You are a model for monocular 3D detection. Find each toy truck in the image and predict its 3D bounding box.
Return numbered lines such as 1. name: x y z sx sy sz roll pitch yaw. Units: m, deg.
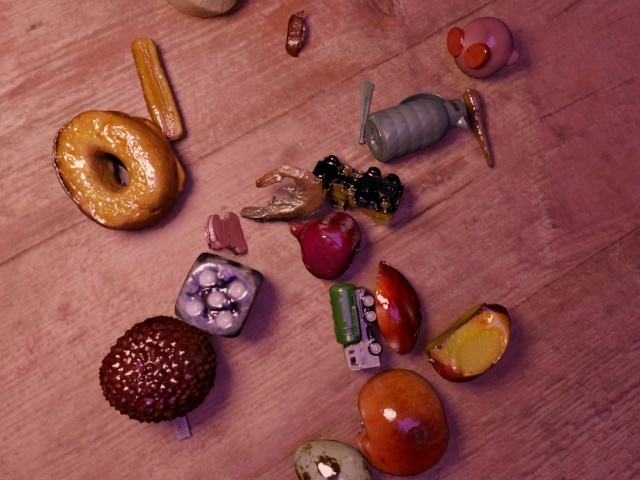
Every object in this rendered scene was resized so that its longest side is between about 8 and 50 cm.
1. toy truck: 0.095 -0.139 1.199 0.257 0.127 0.127 21 49 4
2. toy truck: 0.099 0.238 1.209 0.125 0.101 0.242 -9 87 -4

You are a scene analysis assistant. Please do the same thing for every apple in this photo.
1. apple: 0.231 0.522 1.186 0.251 0.163 0.293 -9 88 -10

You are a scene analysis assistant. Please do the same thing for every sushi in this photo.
1. sushi: -0.070 -0.600 1.236 0.055 0.052 0.120 6 87 -8

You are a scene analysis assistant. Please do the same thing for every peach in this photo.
1. peach: 0.430 0.295 1.226 0.267 0.154 0.159 -37 84 -17
2. peach: 0.233 0.183 1.202 0.189 0.068 0.279 -31 105 -46

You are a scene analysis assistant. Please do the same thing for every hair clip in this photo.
1. hair clip: -0.258 -0.020 1.149 0.102 0.138 0.123 -15 83 -13

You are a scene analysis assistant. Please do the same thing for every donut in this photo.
1. donut: -0.516 -0.177 1.098 0.317 0.150 0.299 19 99 -1

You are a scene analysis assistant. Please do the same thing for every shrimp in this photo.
1. shrimp: -0.108 -0.121 1.158 0.253 0.058 0.173 -5 129 10

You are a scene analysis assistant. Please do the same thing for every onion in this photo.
1. onion: 0.000 0.000 1.185 0.218 0.140 0.195 27 104 5

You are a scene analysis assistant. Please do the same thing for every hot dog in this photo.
1. hot dog: -0.445 -0.411 1.171 0.088 0.061 0.286 -13 92 -9

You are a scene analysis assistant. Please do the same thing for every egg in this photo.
1. egg: 0.034 0.629 1.152 0.231 0.169 0.169 30 84 7

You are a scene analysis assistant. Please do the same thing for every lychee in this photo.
1. lychee: -0.391 0.316 1.070 0.264 0.300 0.264 9 111 25

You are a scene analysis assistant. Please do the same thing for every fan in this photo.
1. fan: 0.132 -0.382 1.276 0.038 0.016 0.193 6 87 -10

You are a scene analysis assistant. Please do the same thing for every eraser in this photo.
1. eraser: -0.382 0.499 1.170 0.038 0.019 0.083 -15 90 -10

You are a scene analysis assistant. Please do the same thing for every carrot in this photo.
1. carrot: 0.490 -0.345 1.313 0.049 0.049 0.254 -17 93 -8

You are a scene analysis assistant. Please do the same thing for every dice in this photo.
1. dice: -0.261 0.140 1.117 0.181 0.182 0.183 24 86 -7

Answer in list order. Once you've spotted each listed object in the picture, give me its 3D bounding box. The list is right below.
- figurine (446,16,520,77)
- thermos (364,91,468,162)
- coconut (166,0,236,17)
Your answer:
1. figurine: 0.482 -0.567 1.259 0.173 0.173 0.173 0 88 -8
2. thermos: 0.275 -0.344 1.241 0.286 0.145 0.182 -21 61 -11
3. coconut: -0.330 -0.729 1.121 0.259 0.259 0.259 0 88 -8
